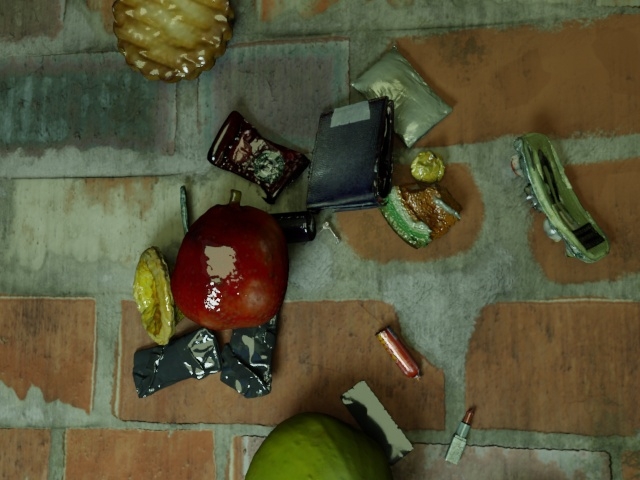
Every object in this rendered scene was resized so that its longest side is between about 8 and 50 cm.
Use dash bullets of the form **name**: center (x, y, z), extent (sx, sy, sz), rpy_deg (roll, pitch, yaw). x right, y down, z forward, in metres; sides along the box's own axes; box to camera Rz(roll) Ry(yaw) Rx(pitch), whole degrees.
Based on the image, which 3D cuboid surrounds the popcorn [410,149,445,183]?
- **popcorn**: center (0.259, -0.180, 1.394), extent (0.084, 0.084, 0.084), rpy_deg (-1, 84, 9)

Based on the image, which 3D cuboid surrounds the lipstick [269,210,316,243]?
- **lipstick**: center (-0.157, -0.024, 1.439), extent (0.299, 0.081, 0.081), rpy_deg (-4, 83, 16)

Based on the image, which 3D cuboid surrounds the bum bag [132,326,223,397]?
- **bum bag**: center (-0.359, 0.301, 1.456), extent (0.248, 0.060, 0.123), rpy_deg (-21, 82, 7)

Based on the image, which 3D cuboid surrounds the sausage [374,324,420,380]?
- **sausage**: center (0.185, 0.267, 1.380), extent (0.145, 0.048, 0.050), rpy_deg (53, 131, 6)

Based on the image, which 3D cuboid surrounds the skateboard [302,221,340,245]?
- **skateboard**: center (0.000, 0.000, 1.447), extent (0.083, 0.032, 0.064), rpy_deg (-35, 90, 1)

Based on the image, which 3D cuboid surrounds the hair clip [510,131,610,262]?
- **hair clip**: center (0.525, -0.090, 1.340), extent (0.091, 0.138, 0.321), rpy_deg (-35, 76, 49)

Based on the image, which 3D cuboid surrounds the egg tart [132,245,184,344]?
- **egg tart**: center (-0.377, 0.129, 1.422), extent (0.105, 0.241, 0.241), rpy_deg (-7, 81, -32)

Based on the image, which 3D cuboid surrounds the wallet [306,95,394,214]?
- **wallet**: center (0.071, -0.194, 1.391), extent (0.220, 0.071, 0.262), rpy_deg (-5, 76, 45)

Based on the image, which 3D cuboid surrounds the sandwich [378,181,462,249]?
- **sandwich**: center (0.225, -0.081, 1.378), extent (0.160, 0.109, 0.185), rpy_deg (-42, 79, 5)

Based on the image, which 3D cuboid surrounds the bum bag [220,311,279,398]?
- **bum bag**: center (-0.165, 0.221, 1.424), extent (0.137, 0.074, 0.310), rpy_deg (2, 72, 13)

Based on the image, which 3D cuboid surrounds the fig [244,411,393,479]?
- **fig**: center (0.006, 0.526, 1.226), extent (0.343, 0.343, 0.344), rpy_deg (-1, 84, 9)

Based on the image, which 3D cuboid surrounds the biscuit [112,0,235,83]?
- **biscuit**: center (-0.377, -0.560, 1.530), extent (0.325, 0.107, 0.326), rpy_deg (0, 86, 7)

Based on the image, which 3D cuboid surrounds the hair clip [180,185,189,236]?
- **hair clip**: center (-0.327, -0.026, 1.490), extent (0.036, 0.066, 0.229), rpy_deg (-16, 87, -19)

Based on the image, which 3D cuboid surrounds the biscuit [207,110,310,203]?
- **biscuit**: center (-0.160, -0.202, 1.475), extent (0.235, 0.063, 0.151), rpy_deg (33, 91, 8)

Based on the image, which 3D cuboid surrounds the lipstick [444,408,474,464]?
- **lipstick**: center (0.320, 0.442, 1.345), extent (0.030, 0.030, 0.129), rpy_deg (22, 88, 11)

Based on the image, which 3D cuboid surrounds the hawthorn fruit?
- **hawthorn fruit**: center (-0.192, 0.043, 1.300), extent (0.265, 0.265, 0.307), rpy_deg (12, 97, 10)

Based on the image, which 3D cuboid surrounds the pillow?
- **pillow**: center (0.197, -0.351, 1.443), extent (0.148, 0.050, 0.230), rpy_deg (-38, 80, -3)

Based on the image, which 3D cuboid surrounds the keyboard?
- **keyboard**: center (0.131, 0.427, 1.387), extent (0.074, 0.015, 0.196), rpy_deg (-38, 80, 0)
